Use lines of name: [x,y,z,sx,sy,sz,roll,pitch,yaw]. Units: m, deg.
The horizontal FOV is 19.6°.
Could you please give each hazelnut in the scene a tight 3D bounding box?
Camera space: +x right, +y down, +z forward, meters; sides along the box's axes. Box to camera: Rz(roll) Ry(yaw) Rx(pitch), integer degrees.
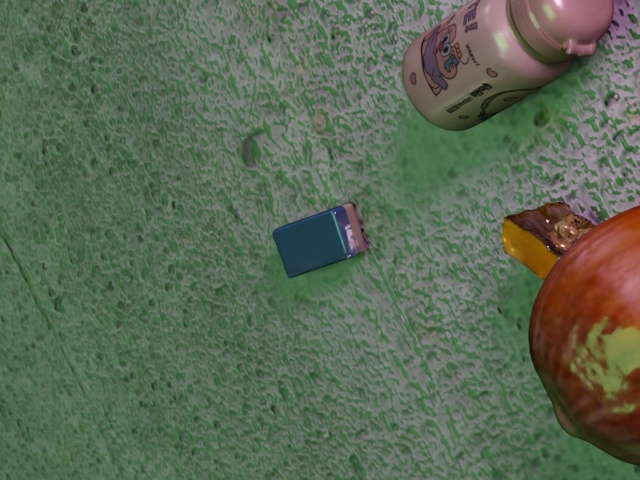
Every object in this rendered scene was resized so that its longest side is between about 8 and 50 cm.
hazelnut: [0.272,0.081,1.487,0.214,0.214,0.176,54,-175,21]

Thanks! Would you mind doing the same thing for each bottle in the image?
bottle: [0.163,-0.178,1.586,0.209,0.097,0.110,-30,66,53]

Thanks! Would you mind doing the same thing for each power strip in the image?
power strip: [0.000,0.000,1.943,0.123,0.032,0.056,-19,92,54]

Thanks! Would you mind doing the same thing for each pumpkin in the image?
pumpkin: [0.211,0.001,1.629,0.083,0.074,0.054,40,130,35]
